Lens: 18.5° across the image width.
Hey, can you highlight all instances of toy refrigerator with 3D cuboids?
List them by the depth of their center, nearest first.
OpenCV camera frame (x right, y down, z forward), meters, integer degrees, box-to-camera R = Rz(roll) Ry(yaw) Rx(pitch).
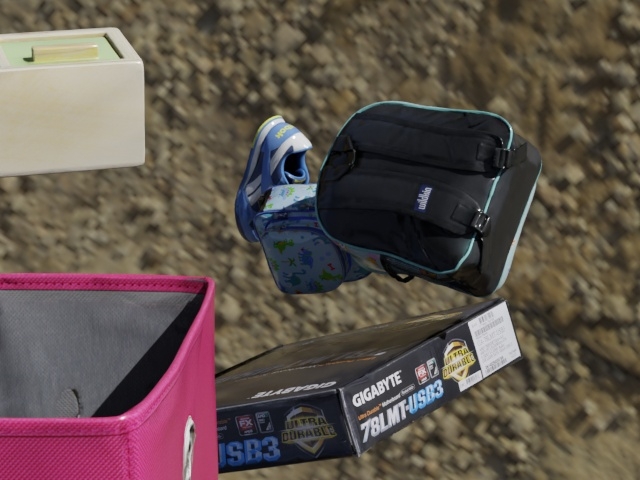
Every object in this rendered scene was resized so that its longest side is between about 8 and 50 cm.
[{"bbox_3d":[-0.275,-0.104,1.481,0.269,0.094,0.102,-5,22,-16],"label":"toy refrigerator"}]

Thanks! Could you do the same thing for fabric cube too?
[{"bbox_3d":[-0.186,0.168,0.955,0.259,0.254,0.258,0,102,5],"label":"fabric cube"}]

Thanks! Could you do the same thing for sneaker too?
[{"bbox_3d":[-0.049,-0.056,2.061,0.059,0.053,0.144,28,119,24],"label":"sneaker"}]

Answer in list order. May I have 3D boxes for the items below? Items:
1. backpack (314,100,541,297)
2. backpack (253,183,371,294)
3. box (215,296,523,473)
[{"bbox_3d":[0.097,-0.039,1.801,0.188,0.144,0.166,14,79,27],"label":"backpack"},{"bbox_3d":[0.000,0.000,1.920,0.114,0.105,0.084,-7,36,16],"label":"backpack"},{"bbox_3d":[-0.004,0.145,1.862,0.295,0.293,0.073,-13,94,39],"label":"box"}]
